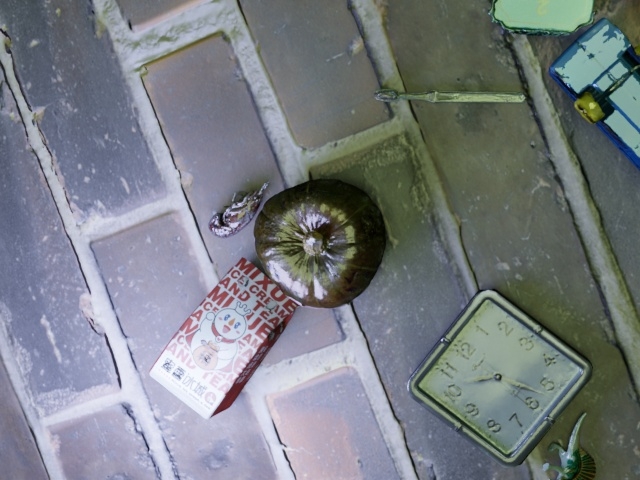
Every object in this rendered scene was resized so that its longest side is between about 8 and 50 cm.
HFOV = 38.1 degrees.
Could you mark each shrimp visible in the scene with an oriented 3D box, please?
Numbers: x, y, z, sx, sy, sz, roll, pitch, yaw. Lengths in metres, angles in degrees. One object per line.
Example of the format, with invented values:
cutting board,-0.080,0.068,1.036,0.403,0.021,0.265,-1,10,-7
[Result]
shrimp,-0.160,-0.067,1.873,0.065,0.056,0.165,44,99,10

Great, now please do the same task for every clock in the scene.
clock,0.351,0.270,1.820,0.279,0.049,0.273,38,101,4

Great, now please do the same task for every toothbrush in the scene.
toothbrush,0.250,-0.278,1.791,0.294,0.028,0.026,2,98,5

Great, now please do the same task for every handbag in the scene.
handbag,-0.189,0.192,1.862,0.171,0.151,0.298,36,98,10

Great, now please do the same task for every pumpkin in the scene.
pumpkin,0.000,0.001,1.784,0.260,0.189,0.260,1,96,9

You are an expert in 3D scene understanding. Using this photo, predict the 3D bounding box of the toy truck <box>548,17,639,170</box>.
toy truck,0.587,-0.218,1.664,0.161,0.162,0.385,-44,89,12

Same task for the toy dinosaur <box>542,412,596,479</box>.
toy dinosaur,0.498,0.439,1.821,0.106,0.044,0.187,38,89,-9

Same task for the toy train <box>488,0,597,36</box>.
toy train,0.408,-0.457,1.699,0.203,0.112,0.162,7,104,10
